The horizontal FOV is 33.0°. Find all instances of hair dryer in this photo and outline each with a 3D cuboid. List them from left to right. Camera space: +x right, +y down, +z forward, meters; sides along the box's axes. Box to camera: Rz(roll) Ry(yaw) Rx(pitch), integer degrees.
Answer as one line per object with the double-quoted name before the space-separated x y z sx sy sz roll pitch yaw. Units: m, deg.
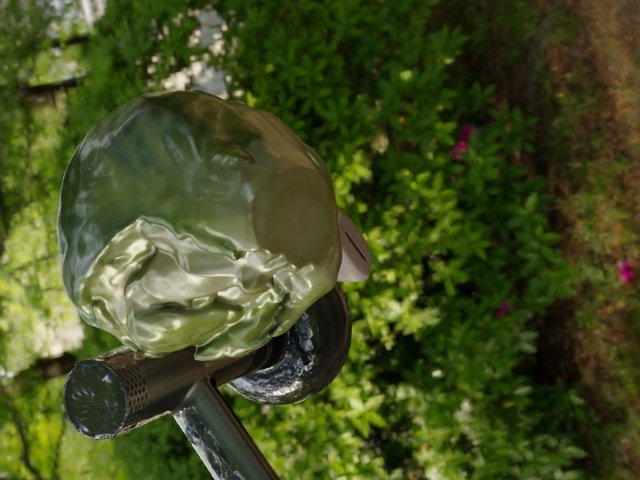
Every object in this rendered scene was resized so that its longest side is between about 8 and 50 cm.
"hair dryer" -0.064 0.177 0.934 0.284 0.155 0.320 65 -155 -6

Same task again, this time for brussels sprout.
"brussels sprout" -0.071 -0.017 0.620 0.131 0.183 0.146 41 -140 -38

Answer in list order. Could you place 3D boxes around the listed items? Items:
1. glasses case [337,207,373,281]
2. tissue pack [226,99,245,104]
"glasses case" 0.000 0.000 1.570 0.297 0.113 0.075 50 -127 -69
"tissue pack" -0.245 -0.102 1.984 0.338 0.242 0.160 -96 6 -46
